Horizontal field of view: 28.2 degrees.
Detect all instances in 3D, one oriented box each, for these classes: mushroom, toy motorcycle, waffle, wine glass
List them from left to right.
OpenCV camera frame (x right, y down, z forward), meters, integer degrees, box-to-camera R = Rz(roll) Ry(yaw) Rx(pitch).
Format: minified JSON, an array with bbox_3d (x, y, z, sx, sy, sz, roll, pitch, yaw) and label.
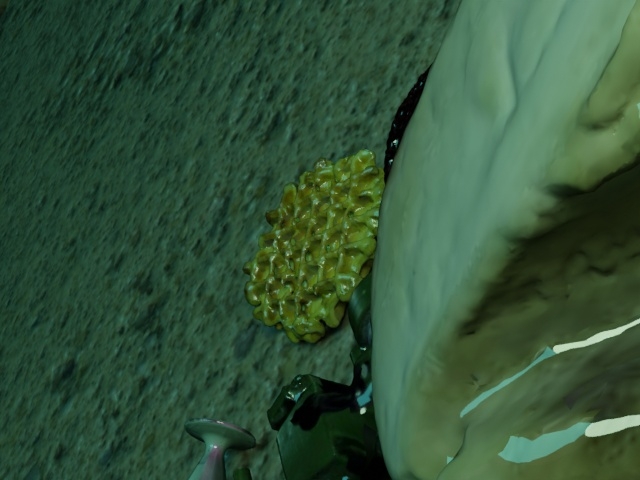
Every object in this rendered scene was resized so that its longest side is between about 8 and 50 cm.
[{"bbox_3d":[-0.103,0.229,1.052,0.073,0.073,0.155,-18,52,47],"label":"wine glass"},{"bbox_3d":[0.000,0.004,1.119,0.191,0.038,0.191,-35,40,35],"label":"waffle"},{"bbox_3d":[0.024,0.139,0.898,0.275,0.127,0.205,-43,38,21],"label":"toy motorcycle"},{"bbox_3d":[0.194,-0.008,0.611,0.224,0.313,0.397,-101,27,-50],"label":"mushroom"}]

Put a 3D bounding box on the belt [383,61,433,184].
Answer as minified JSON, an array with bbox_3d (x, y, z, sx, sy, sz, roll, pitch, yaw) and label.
[{"bbox_3d":[0.188,-0.070,0.814,0.289,0.164,0.184,-24,73,42],"label":"belt"}]
